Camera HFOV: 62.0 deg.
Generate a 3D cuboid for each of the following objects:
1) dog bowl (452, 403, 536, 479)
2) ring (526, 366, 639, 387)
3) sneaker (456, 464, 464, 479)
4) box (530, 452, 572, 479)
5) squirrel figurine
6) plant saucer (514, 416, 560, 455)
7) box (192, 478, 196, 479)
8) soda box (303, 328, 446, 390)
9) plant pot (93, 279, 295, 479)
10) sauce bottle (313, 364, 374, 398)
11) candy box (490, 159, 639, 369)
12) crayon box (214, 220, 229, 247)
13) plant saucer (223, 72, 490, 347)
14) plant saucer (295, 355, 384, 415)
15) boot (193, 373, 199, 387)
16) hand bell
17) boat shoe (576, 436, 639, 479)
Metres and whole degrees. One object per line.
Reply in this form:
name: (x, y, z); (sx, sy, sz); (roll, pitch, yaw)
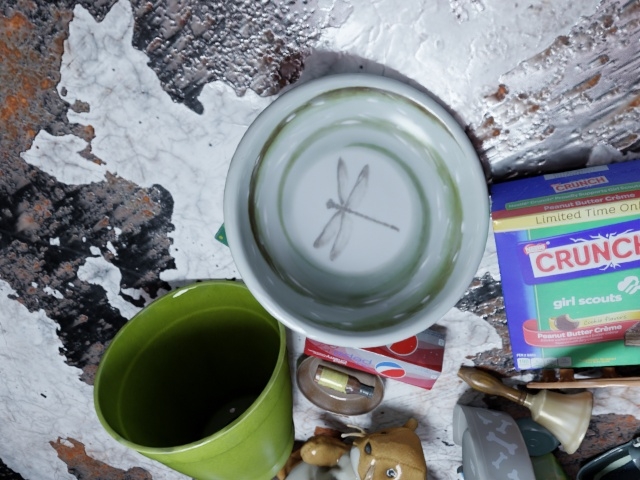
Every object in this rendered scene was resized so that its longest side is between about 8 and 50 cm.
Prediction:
dog bowl: (0.342, 0.498, 1.046); (0.102, 0.349, 0.348); (-6, 122, 4)
ring: (0.513, 0.219, 0.868); (0.337, 0.032, 0.336); (-2, 166, 0)
sneaker: (0.367, 0.605, 1.268); (0.083, 0.071, 0.190); (-27, 113, 35)
box: (0.528, 0.642, 1.091); (0.058, 0.322, 0.232); (-29, 112, 25)
squirrel figurine: (0.113, 0.565, 1.231); (0.370, 0.281, 0.397); (-39, 121, 22)
plant saucer: (0.458, 0.430, 1.151); (0.119, 0.021, 0.119); (7, 125, 10)
box: (-0.232, 0.586, 1.263); (0.142, 0.300, 0.154); (11, 126, -12)
soda box: (0.105, 0.203, 1.043); (0.263, 0.092, 0.083); (16, 141, 6)
plant pot: (-0.208, 0.335, 1.098); (0.366, 0.366, 0.353); (0, 135, 16)
sauce bottle: (0.050, 0.299, 1.117); (0.128, 0.042, 0.042); (20, 126, 4)
candy box: (0.425, 0.049, 0.839); (0.268, 0.122, 0.317); (-8, 120, 19)
crayon box: (0.000, 0.000, 0.949); (0.323, 0.083, 0.203); (33, 126, -9)
plant saucer: (0.054, -0.044, 0.812); (0.400, 0.100, 0.400); (0, 88, -11)
plant saucer: (0.045, 0.308, 1.174); (0.199, 0.036, 0.198); (8, 126, 11)
boot: (-0.321, 0.367, 1.306); (0.086, 0.069, 0.190); (19, 125, 19)
hand bell: (0.391, 0.310, 1.057); (0.242, 0.126, 0.126); (20, 127, 17)
boat shoe: (0.652, 0.445, 1.051); (0.099, 0.116, 0.319); (29, 131, -10)
